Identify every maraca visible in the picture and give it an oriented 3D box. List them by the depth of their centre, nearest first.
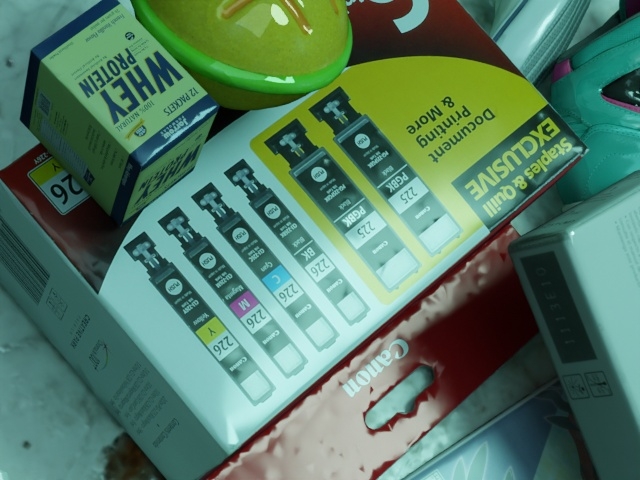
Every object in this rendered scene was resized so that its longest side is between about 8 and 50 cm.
[{"bbox_3d":[-0.046,-0.141,0.858,0.127,0.099,0.185,11,39,-21],"label":"maraca"}]

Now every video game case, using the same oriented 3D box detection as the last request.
[{"bbox_3d":[0.158,0.202,0.978,0.183,0.023,0.201,-30,82,-24],"label":"video game case"}]

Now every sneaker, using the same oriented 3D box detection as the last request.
[{"bbox_3d":[0.281,-0.118,1.077,0.295,0.124,0.178,-15,90,-21],"label":"sneaker"},{"bbox_3d":[0.152,-0.199,1.094,0.091,0.094,0.258,24,60,12],"label":"sneaker"}]

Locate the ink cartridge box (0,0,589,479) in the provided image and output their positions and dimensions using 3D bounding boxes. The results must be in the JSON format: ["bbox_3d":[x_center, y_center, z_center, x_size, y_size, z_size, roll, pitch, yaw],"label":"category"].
[{"bbox_3d":[0.000,0.000,0.939,0.309,0.130,0.272,-39,85,-26],"label":"ink cartridge box"}]

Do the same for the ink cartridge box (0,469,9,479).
[{"bbox_3d":[-0.230,0.232,0.809,0.148,0.086,0.203,-5,74,-19],"label":"ink cartridge box"}]

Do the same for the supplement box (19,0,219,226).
[{"bbox_3d":[-0.107,-0.067,0.812,0.083,0.083,0.056,46,65,6],"label":"supplement box"}]

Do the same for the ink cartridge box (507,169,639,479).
[{"bbox_3d":[0.263,0.078,0.982,0.239,0.060,0.275,-27,97,-35],"label":"ink cartridge box"}]
